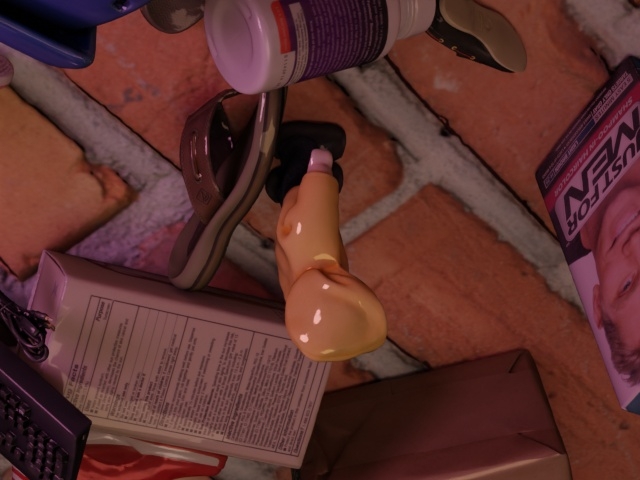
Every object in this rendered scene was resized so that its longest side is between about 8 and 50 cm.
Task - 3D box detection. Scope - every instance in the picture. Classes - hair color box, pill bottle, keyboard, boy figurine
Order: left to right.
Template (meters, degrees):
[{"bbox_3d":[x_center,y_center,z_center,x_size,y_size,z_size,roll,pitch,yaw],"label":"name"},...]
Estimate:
[{"bbox_3d":[-0.339,0.101,1.755,0.033,0.317,0.202,-31,149,-45],"label":"keyboard"},{"bbox_3d":[0.000,0.000,1.718,0.092,0.285,0.177,-3,127,-9],"label":"boy figurine"},{"bbox_3d":[0.003,-0.202,1.632,0.193,0.108,0.108,-18,136,-29],"label":"pill bottle"},{"bbox_3d":[0.328,-0.002,1.739,0.105,0.347,0.174,20,123,-26],"label":"hair color box"}]

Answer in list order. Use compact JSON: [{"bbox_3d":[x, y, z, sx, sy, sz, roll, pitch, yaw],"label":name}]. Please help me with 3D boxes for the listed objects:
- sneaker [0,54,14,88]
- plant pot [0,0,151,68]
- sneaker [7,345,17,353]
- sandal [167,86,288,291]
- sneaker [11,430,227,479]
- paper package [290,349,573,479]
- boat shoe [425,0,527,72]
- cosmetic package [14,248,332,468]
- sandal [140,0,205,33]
[{"bbox_3d":[-0.350,-0.140,1.683,0.134,0.051,0.070,0,132,-8],"label":"sneaker"},{"bbox_3d":[-0.228,-0.291,1.465,0.236,0.236,0.212,25,128,-28],"label":"plant pot"},{"bbox_3d":[-0.260,0.218,1.955,0.111,0.129,0.297,-32,127,18],"label":"sneaker"},{"bbox_3d":[-0.101,-0.072,1.753,0.086,0.120,0.303,22,124,-10],"label":"sandal"},{"bbox_3d":[-0.213,0.249,1.889,0.221,0.087,0.128,11,98,-9],"label":"sneaker"},{"bbox_3d":[0.136,0.318,2.095,0.309,0.168,0.325,-13,132,0],"label":"paper package"},{"bbox_3d":[0.146,-0.196,1.742,0.133,0.049,0.042,27,148,-37],"label":"boat shoe"},{"bbox_3d":[-0.151,0.121,1.863,0.296,0.129,0.153,15,98,-22],"label":"cosmetic package"},{"bbox_3d":[-0.080,-0.262,1.625,0.219,0.060,0.090,-37,127,19],"label":"sandal"}]
